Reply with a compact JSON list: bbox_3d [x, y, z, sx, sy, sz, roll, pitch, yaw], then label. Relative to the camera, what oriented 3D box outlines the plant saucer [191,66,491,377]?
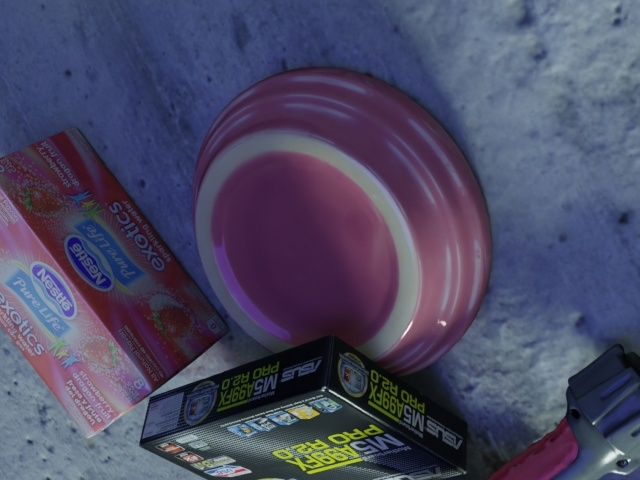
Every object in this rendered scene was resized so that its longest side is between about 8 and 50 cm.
[{"bbox_3d":[0.000,0.000,1.028,0.332,0.084,0.332,13,117,27],"label":"plant saucer"}]

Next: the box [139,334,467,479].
[{"bbox_3d":[-0.019,0.201,1.078,0.270,0.060,0.216,-22,135,36],"label":"box"}]

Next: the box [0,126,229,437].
[{"bbox_3d":[-0.270,0.045,1.170,0.142,0.154,0.300,-37,89,38],"label":"box"}]

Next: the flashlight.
[{"bbox_3d":[0.183,0.215,0.970,0.103,0.103,0.304,30,115,-37],"label":"flashlight"}]
